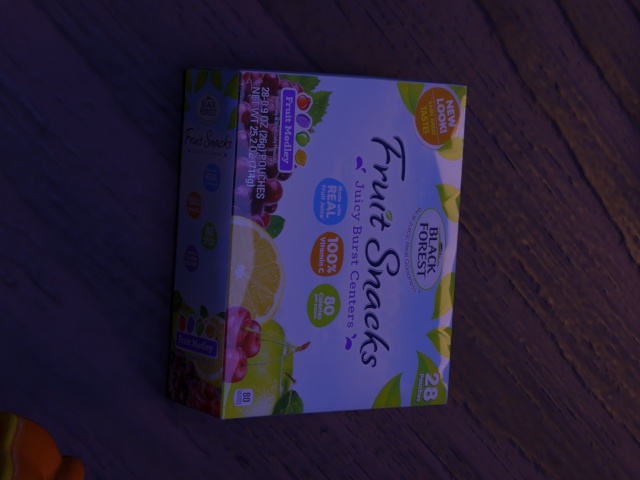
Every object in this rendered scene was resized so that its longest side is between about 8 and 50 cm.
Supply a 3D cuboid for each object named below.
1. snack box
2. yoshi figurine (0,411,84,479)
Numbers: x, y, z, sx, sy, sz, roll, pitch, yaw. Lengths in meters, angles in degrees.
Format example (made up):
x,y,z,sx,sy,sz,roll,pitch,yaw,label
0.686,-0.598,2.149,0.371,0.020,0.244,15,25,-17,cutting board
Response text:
x,y,z,sx,sy,sz,roll,pitch,yaw,label
0.000,0.000,1.141,0.174,0.070,0.207,1,96,-35,snack box
-0.100,0.274,1.020,0.362,0.203,0.203,44,72,-28,yoshi figurine
